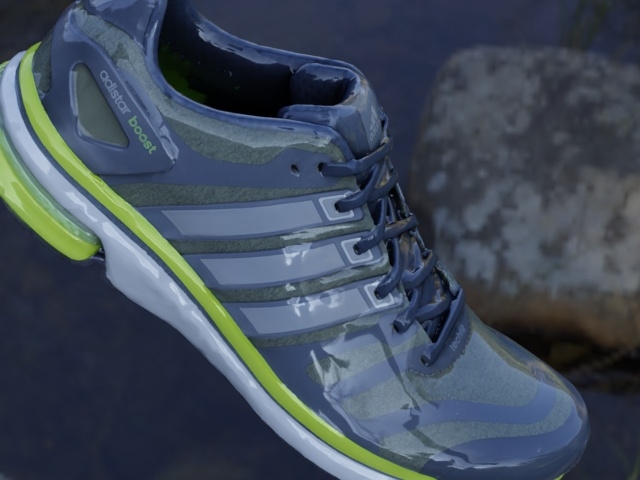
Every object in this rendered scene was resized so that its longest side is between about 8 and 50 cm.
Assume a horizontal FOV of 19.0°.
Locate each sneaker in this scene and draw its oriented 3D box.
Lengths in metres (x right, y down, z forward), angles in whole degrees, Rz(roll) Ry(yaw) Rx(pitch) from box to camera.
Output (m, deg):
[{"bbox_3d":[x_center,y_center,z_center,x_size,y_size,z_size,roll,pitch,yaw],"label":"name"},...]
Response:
[{"bbox_3d":[0.000,0.000,0.790,0.300,0.121,0.111,36,33,-12],"label":"sneaker"}]
